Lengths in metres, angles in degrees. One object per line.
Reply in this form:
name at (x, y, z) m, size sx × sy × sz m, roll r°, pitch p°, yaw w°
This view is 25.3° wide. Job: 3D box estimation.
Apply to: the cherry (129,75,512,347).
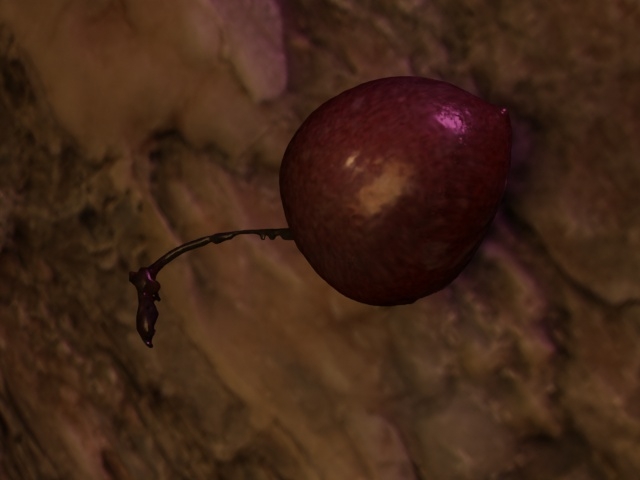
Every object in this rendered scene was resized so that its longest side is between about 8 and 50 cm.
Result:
cherry at (0.000, 0.000, 0.695) m, size 0.225 × 0.090 × 0.107 m, roll -36°, pitch 76°, yaw 26°
